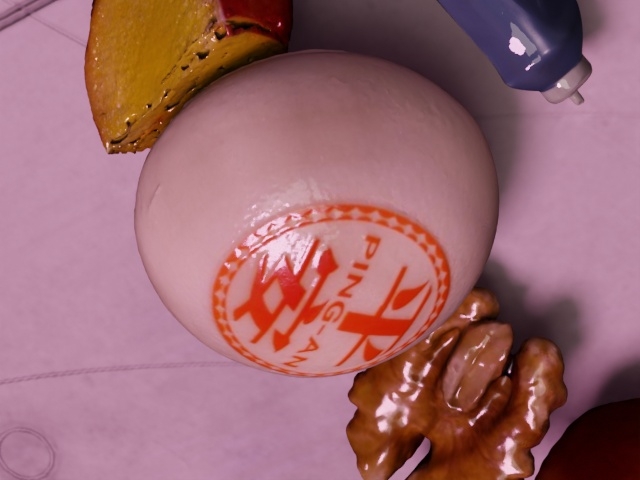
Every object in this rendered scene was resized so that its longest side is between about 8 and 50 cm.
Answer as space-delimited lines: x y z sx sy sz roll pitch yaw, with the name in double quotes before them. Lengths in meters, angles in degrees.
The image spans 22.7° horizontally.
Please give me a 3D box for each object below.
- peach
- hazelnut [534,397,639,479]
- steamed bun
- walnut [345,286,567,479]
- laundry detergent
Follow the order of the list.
"peach" -0.080 -0.131 1.010 0.127 0.092 0.172 42 127 29
"hazelnut" 0.236 0.209 1.046 0.208 0.208 0.208 4 115 9
"steamed bun" 0.000 0.000 0.993 0.232 0.145 0.232 -4 140 -3
"walnut" 0.098 0.114 1.102 0.143 0.069 0.170 41 115 15
"laundry detergent" 0.096 -0.164 0.966 0.061 0.096 0.206 -36 103 26
